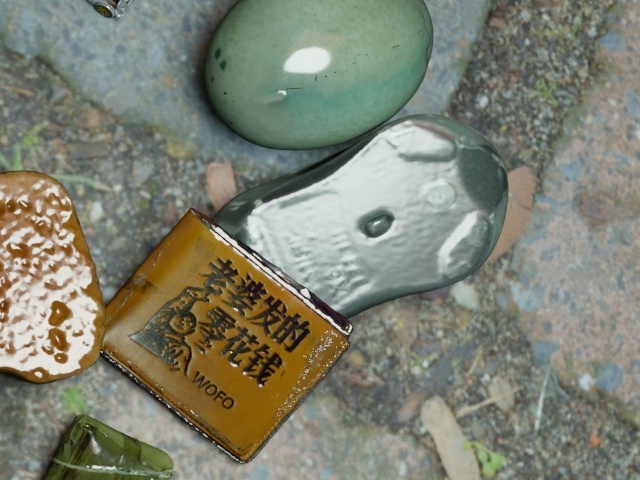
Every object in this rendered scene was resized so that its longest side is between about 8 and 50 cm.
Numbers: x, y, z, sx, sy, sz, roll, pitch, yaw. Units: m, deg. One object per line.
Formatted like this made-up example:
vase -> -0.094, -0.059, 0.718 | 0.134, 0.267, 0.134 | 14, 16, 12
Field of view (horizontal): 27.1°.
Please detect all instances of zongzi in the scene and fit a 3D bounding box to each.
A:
zongzi -> -0.191, 0.220, 1.146 | 0.104, 0.052, 0.113 | 29, 82, -19

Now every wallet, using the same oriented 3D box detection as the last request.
wallet -> -0.087, 0.085, 1.186 | 0.195, 0.042, 0.161 | 39, 93, -11

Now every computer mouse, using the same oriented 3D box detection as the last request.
computer mouse -> 0.000, 0.000, 1.253 | 0.379, 0.090, 0.167 | -21, 97, -9

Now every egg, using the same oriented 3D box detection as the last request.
egg -> 0.002, -0.174, 1.245 | 0.236, 0.169, 0.169 | -25, 87, -22

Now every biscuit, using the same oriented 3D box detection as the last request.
biscuit -> -0.308, 0.090, 1.124 | 0.277, 0.052, 0.262 | -23, 87, -22

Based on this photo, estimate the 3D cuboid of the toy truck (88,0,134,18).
toy truck -> -0.223, -0.263, 1.237 | 0.123, 0.063, 0.052 | 33, 67, -11
